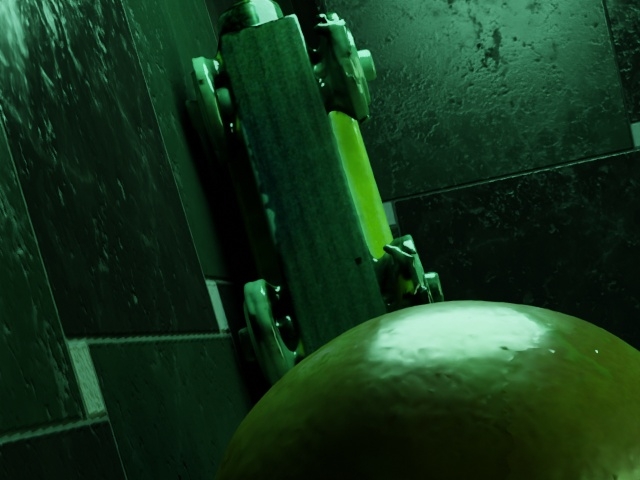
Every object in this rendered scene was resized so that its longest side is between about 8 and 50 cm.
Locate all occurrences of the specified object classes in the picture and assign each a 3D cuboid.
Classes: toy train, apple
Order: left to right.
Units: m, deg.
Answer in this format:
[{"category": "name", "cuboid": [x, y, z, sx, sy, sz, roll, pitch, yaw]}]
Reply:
[{"category": "toy train", "cuboid": [0.000, 0.000, 1.800, 0.272, 0.179, 0.442, 74, 0, -65]}, {"category": "apple", "cuboid": [0.106, 0.227, 1.227, 0.384, 0.374, 0.374, 62, 6, 1]}]
